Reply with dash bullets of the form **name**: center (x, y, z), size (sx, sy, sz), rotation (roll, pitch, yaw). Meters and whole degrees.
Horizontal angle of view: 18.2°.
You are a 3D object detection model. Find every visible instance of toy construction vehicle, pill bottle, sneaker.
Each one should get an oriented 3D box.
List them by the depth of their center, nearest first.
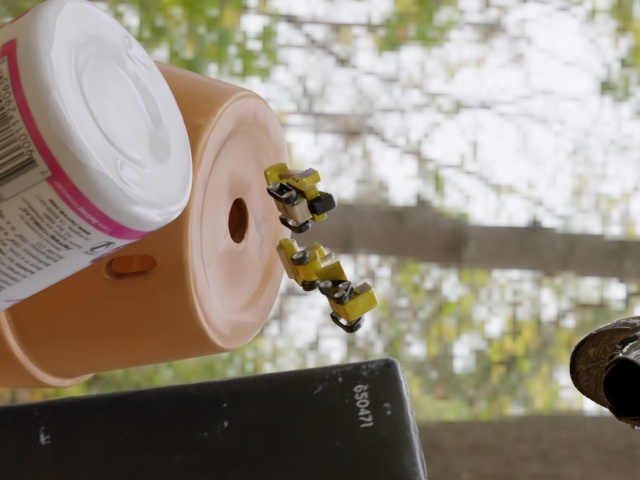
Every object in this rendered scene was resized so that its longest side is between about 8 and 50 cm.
- **toy construction vehicle**: center (0.000, 0.000, 1.151), size (0.086, 0.035, 0.098), rotation (67, -13, -19)
- **pill bottle**: center (-0.238, -0.028, 1.298), size (0.160, 0.283, 0.160), rotation (46, 29, -35)
- **sneaker**: center (0.251, 0.106, 1.641), size (0.222, 0.118, 0.083), rotation (1, -88, 59)

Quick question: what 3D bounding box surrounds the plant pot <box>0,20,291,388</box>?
- **plant pot**: center (-0.151, -0.023, 1.545), size (0.291, 0.203, 0.291), rotation (4, 90, -68)

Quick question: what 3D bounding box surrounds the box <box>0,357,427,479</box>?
- **box**: center (-0.102, 0.214, 0.703), size (0.183, 0.296, 0.294), rotation (-100, -175, -47)
